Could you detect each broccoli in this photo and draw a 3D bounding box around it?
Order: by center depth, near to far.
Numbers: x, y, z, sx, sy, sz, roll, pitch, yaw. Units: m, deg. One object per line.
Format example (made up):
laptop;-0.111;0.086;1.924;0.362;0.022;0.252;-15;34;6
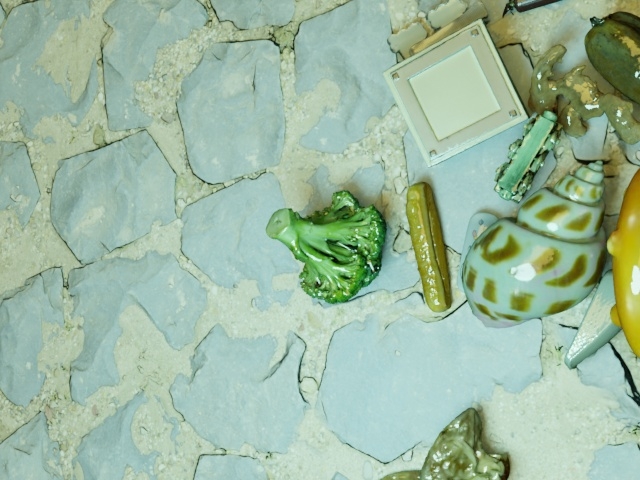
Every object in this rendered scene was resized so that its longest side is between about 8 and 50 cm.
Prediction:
broccoli;0.000;0.000;1.568;0.269;0.269;0.254;15;82;23

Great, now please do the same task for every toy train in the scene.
toy train;0.420;-0.168;1.455;0.080;0.125;0.194;32;98;14

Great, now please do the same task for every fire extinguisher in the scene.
fire extinguisher;0.456;-0.514;1.496;0.157;0.045;0.078;-12;56;24

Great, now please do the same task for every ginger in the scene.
ginger;0.526;-0.264;1.431;0.258;0.065;0.149;42;140;13

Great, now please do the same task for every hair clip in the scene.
hair clip;0.264;-0.444;1.568;0.220;0.054;0.140;-30;81;20

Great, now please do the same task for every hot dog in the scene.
hot dog;0.233;0.015;1.555;0.061;0.088;0.286;-13;80;28

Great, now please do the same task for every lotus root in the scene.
lotus root;0.610;-0.341;1.372;0.124;0.123;0.241;-34;72;-19

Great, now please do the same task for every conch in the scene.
conch;0.428;0.015;1.400;0.249;0.197;0.368;31;88;23

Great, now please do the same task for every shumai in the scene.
shumai;0.306;0.461;1.469;0.153;0.161;0.209;29;82;25

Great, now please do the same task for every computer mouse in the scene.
computer mouse;0.548;0.157;1.388;0.079;0.128;0.231;30;101;28

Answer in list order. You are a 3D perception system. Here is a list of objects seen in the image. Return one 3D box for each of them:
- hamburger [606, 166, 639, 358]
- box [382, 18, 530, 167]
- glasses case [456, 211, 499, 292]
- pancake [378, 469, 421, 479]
hamburger;0.653;0.048;1.210;0.277;0.395;0.396;1;89;40
box;0.284;-0.304;1.497;0.225;0.117;0.225;-26;91;21
glasses case;0.337;0.029;1.527;0.067;0.045;0.179;12;94;21
pancake;0.205;0.625;1.575;0.250;0.031;0.250;-1;87;24
